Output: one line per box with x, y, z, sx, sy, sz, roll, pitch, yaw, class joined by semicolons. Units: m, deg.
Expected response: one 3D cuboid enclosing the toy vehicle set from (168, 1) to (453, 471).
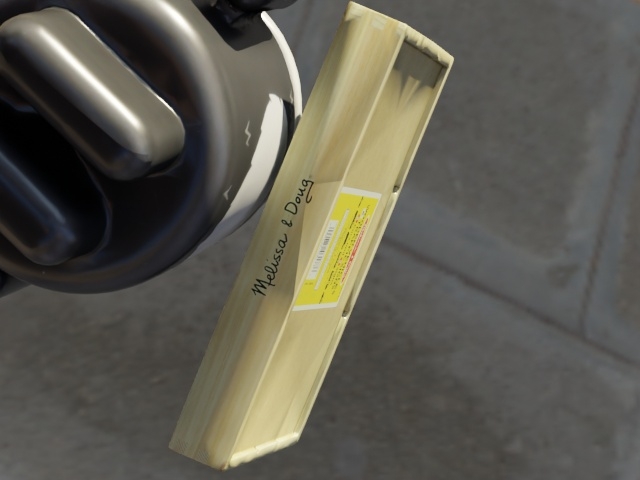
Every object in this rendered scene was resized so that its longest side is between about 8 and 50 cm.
0.000;0.000;1.047;0.035;0.166;0.267;23;93;13;toy vehicle set

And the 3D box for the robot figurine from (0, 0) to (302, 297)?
-0.106;-0.064;0.965;0.209;0.278;0.173;-6;97;13;robot figurine
